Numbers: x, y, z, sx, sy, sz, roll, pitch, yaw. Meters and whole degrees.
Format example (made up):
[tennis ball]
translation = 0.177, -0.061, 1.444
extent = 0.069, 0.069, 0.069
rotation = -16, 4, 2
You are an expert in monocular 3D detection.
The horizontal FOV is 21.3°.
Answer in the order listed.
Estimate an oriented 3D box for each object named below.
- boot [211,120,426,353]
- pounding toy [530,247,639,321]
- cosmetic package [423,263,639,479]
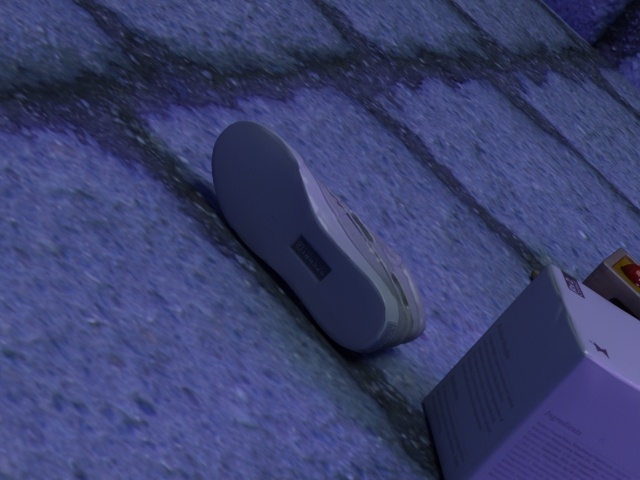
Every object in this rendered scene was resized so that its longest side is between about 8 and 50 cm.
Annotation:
[boot]
translation = 0.000, 0.000, 1.617
extent = 0.258, 0.095, 0.123
rotation = 56, 17, 16
[pounding toy]
translation = 0.352, 0.071, 2.078
extent = 0.181, 0.094, 0.206
rotation = 44, 20, 9
[cosmetic package]
translation = 0.213, 0.154, 1.515
extent = 0.151, 0.184, 0.151
rotation = 33, 22, -21
